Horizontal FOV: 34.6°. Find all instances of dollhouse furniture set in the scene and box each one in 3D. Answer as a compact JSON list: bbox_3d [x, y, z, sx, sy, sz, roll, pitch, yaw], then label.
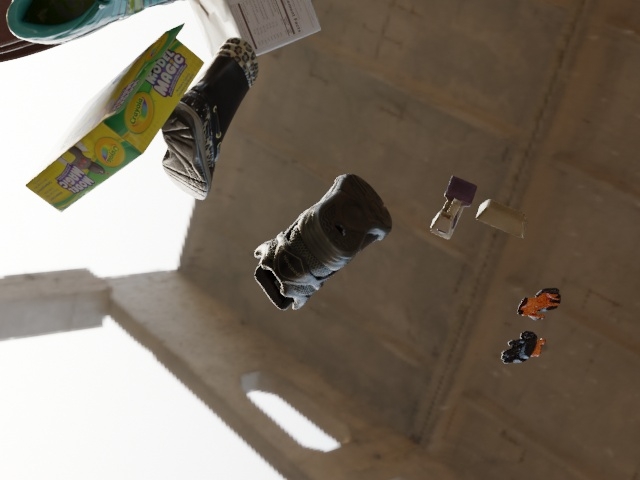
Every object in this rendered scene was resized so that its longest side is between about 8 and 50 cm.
[{"bbox_3d":[0.195,-0.006,1.303,0.114,0.091,0.081,23,-46,3],"label":"dollhouse furniture set"}]

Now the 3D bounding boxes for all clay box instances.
[{"bbox_3d":[-0.195,-0.116,0.995,0.222,0.053,0.127,-22,-146,51],"label":"clay box"}]

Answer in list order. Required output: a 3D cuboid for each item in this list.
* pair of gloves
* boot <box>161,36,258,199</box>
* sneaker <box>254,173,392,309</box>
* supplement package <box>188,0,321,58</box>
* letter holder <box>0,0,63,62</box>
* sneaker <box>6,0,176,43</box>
[{"bbox_3d":[0.207,0.084,1.013,0.010,0.074,0.083,33,-67,37],"label":"pair of gloves"},{"bbox_3d":[-0.161,-0.180,1.554,0.085,0.178,0.236,28,-26,11],"label":"boot"},{"bbox_3d":[0.000,0.000,1.134,0.130,0.227,0.087,-36,-86,26],"label":"sneaker"},{"bbox_3d":[-0.135,-0.440,1.876,0.204,0.145,0.262,68,-16,-11],"label":"supplement package"},{"bbox_3d":[-0.479,-0.355,1.578,0.152,0.302,0.214,-111,-176,-53],"label":"letter holder"},{"bbox_3d":[-0.201,-0.276,1.062,0.275,0.110,0.107,-28,-78,14],"label":"sneaker"}]
